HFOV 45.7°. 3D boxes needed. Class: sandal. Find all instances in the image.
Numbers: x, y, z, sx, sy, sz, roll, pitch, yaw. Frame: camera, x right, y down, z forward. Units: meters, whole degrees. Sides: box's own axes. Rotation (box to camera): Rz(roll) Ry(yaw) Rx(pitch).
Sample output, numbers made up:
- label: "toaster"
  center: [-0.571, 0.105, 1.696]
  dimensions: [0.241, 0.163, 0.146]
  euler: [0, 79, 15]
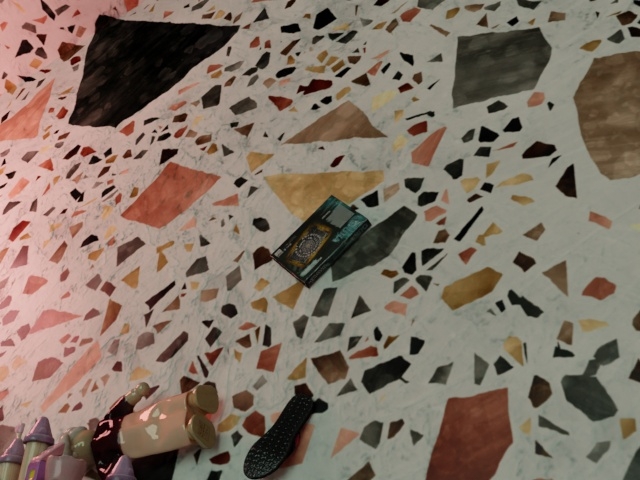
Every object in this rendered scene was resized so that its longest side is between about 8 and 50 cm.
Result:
- label: "sandal"
  center: [-0.065, 0.348, 1.327]
  dimensions: [0.067, 0.040, 0.179]
  euler: [16, 50, 32]

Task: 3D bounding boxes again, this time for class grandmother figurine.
- label: "grandmother figurine"
  center: [-0.359, 0.375, 1.436]
  dimensions: [0.343, 0.104, 0.207]
  euler: [-17, 39, 22]

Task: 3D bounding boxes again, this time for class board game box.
- label: "board game box"
  center: [0.000, 0.000, 1.568]
  dimensions: [0.186, 0.026, 0.126]
  euler: [-45, 46, -9]

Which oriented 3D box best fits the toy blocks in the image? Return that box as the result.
- label: "toy blocks"
  center: [-0.502, 0.414, 1.290]
  dimensions: [0.289, 0.309, 0.260]
  euler: [-24, 50, 38]
